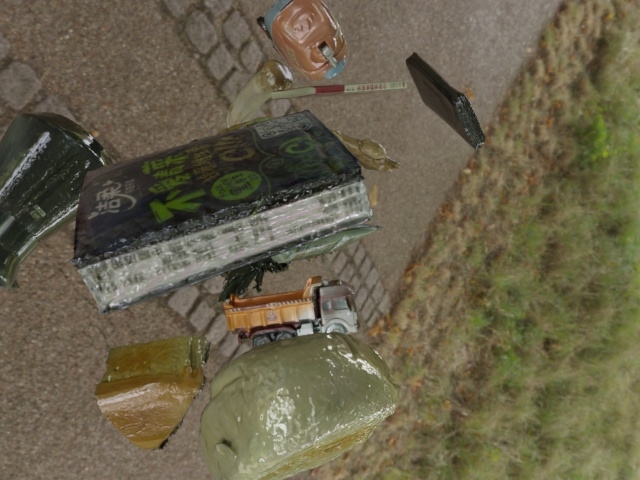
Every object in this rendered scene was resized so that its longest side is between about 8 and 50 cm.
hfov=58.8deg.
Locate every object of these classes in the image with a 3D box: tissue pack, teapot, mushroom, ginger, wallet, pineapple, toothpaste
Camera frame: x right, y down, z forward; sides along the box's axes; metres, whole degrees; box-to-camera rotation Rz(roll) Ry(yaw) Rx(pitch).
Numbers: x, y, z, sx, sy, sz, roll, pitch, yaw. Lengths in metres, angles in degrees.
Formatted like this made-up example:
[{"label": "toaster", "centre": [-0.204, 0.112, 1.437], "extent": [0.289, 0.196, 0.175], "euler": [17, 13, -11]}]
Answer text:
[{"label": "tissue pack", "centre": [-0.090, -0.039, 0.507], "extent": [0.173, 0.236, 0.073], "euler": [-122, -165, -56]}, {"label": "teapot", "centre": [-0.638, -0.104, 1.193], "extent": [0.300, 0.253, 0.344], "euler": [50, 56, -33]}, {"label": "mushroom", "centre": [-0.144, -0.314, 1.258], "extent": [0.071, 0.209, 0.084], "euler": [56, 37, 3]}, {"label": "ginger", "centre": [0.096, -0.234, 1.496], "extent": [0.058, 0.214, 0.133], "euler": [-67, 156, -8]}, {"label": "wallet", "centre": [0.255, -0.299, 1.191], "extent": [0.149, 0.044, 0.250], "euler": [49, 10, -44]}, {"label": "pineapple", "centre": [-0.112, 0.018, 1.340], "extent": [0.365, 0.165, 0.165], "euler": [-28, 132, -13]}, {"label": "toothpaste", "centre": [0.001, -0.001, 0.856], "extent": [0.268, 0.047, 0.069], "euler": [-7, 141, -55]}]

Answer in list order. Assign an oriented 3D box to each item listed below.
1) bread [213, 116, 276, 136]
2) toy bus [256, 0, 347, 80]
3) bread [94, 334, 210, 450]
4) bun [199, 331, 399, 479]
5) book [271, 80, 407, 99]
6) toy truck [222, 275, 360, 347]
[{"label": "bread", "centre": [-0.132, -0.166, 1.034], "extent": [0.098, 0.269, 0.087], "euler": [-3, 93, -28]}, {"label": "toy bus", "centre": [-0.026, -0.582, 1.631], "extent": [0.194, 0.232, 0.288], "euler": [-41, 161, 3]}, {"label": "bread", "centre": [-0.249, 0.250, 0.924], "extent": [0.140, 0.169, 0.160], "euler": [-101, -178, -54]}, {"label": "bun", "centre": [-0.033, 0.192, 0.679], "extent": [0.153, 0.244, 0.244], "euler": [61, 9, 30]}, {"label": "book", "centre": [0.038, -0.306, 1.157], "extent": [0.232, 0.162, 0.022], "euler": [-13, 106, -34]}, {"label": "toy truck", "centre": [-0.057, 0.151, 1.191], "extent": [0.114, 0.271, 0.135], "euler": [-92, 175, -83]}]
